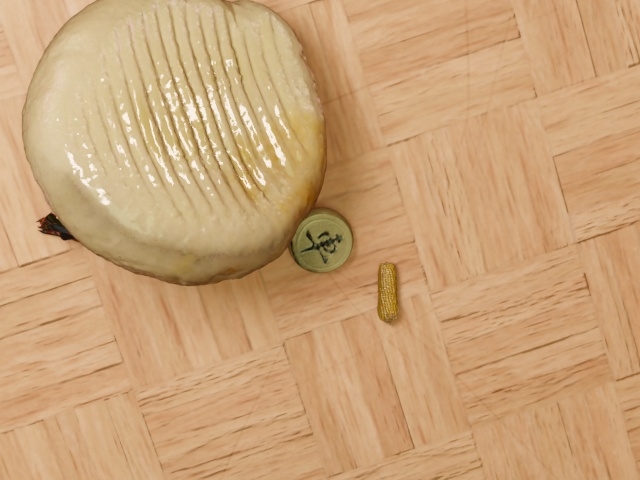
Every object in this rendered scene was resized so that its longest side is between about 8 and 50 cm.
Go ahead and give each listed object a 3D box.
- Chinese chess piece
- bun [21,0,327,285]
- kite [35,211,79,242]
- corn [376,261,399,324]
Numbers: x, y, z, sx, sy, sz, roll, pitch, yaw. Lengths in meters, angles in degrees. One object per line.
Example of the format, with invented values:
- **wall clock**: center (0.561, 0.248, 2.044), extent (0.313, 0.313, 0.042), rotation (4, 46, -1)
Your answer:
- **Chinese chess piece**: center (0.000, 0.000, 2.005), extent (0.084, 0.034, 0.084), rotation (-2, 104, -8)
- **bun**: center (-0.176, -0.113, 1.835), extent (0.365, 0.219, 0.365), rotation (8, 70, -22)
- **kite**: center (-0.277, 0.001, 1.913), extent (0.183, 0.241, 0.014), rotation (14, 78, 26)
- **corn**: center (0.086, 0.068, 2.035), extent (0.027, 0.028, 0.083), rotation (-9, 106, -26)
